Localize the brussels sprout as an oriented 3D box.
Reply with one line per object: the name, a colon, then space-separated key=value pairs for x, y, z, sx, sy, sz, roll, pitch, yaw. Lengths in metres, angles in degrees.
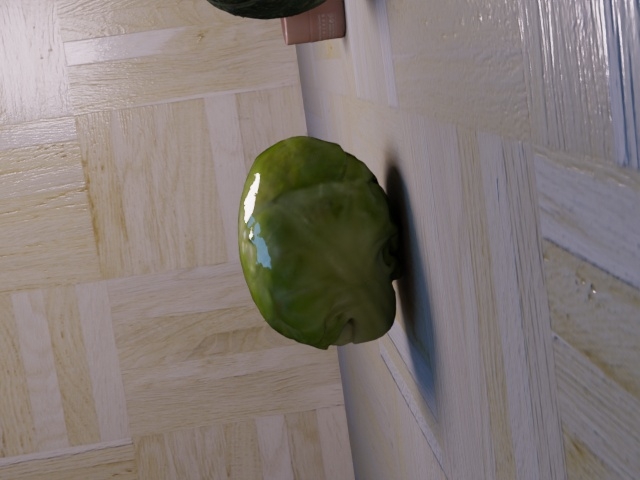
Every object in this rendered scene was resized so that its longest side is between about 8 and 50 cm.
brussels sprout: x=0.000 y=0.000 z=1.714 sx=0.328 sy=0.247 sz=0.328 roll=-13 pitch=-90 yaw=-78

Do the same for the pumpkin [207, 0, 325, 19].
pumpkin: x=-0.098 y=-0.471 z=1.632 sx=0.291 sy=0.257 sz=0.327 roll=3 pitch=-114 yaw=-56

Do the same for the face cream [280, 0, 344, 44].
face cream: x=-0.020 y=-0.422 z=2.051 sx=0.149 sy=0.104 sz=0.149 roll=171 pitch=90 yaw=-87
